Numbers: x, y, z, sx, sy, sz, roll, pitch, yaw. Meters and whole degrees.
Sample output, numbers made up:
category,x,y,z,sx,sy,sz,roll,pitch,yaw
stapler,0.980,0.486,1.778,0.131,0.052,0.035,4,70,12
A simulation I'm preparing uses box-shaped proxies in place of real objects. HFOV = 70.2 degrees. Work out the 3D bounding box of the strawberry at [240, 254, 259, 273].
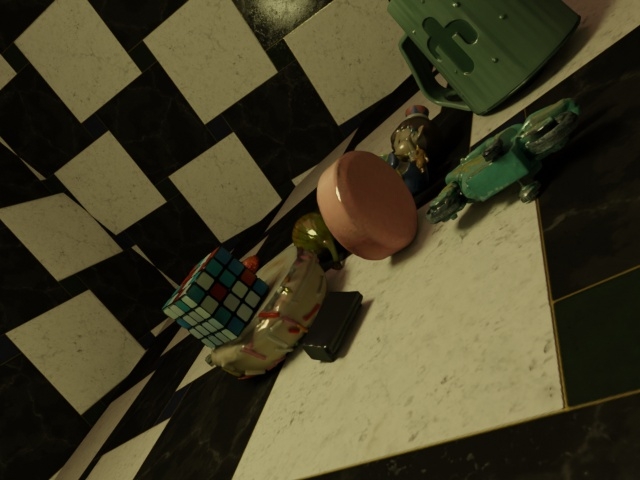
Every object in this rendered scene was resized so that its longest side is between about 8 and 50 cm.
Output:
category,x,y,z,sx,sy,sz,roll,pitch,yaw
strawberry,-0.347,0.144,2.153,0.121,0.082,0.188,-33,-13,-51

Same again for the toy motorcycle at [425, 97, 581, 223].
category,x,y,z,sx,sy,sz,roll,pitch,yaw
toy motorcycle,0.324,-0.135,0.818,0.296,0.109,0.198,-38,6,42

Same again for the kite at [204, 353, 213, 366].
category,x,y,z,sx,sy,sz,roll,pitch,yaw
kite,-0.351,0.368,1.643,0.229,0.012,0.250,-40,14,26

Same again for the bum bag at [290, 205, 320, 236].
category,x,y,z,sx,sy,sz,roll,pitch,yaw
bum bag,-0.016,-0.089,1.801,0.248,0.060,0.123,-44,13,5

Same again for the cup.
category,x,y,z,sx,sy,sz,roll,pitch,yaw
cup,0.371,-0.526,1.172,0.401,0.392,0.310,-44,7,35

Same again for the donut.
category,x,y,z,sx,sy,sz,roll,pitch,yaw
donut,-0.124,0.183,1.175,0.382,0.142,0.382,-44,14,15

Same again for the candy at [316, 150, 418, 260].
category,x,y,z,sx,sy,sz,roll,pitch,yaw
candy,0.106,-0.084,0.999,0.094,0.255,0.255,-35,18,43

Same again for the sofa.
category,x,y,z,sx,sy,sz,roll,pitch,yaw
sofa,0.034,0.175,0.923,0.085,0.060,0.147,-9,37,42

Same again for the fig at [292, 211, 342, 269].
category,x,y,z,sx,sy,sz,roll,pitch,yaw
fig,0.000,0.000,1.329,0.151,0.151,0.259,-47,17,1

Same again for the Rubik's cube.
category,x,y,z,sx,sy,sz,roll,pitch,yaw
Rubik's cube,-0.241,0.134,1.051,0.155,0.154,0.151,-32,22,47

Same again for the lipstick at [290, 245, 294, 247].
category,x,y,z,sx,sy,sz,roll,pitch,yaw
lipstick,-0.094,0.027,1.770,0.129,0.030,0.030,-48,13,-5

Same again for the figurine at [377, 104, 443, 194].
category,x,y,z,sx,sy,sz,roll,pitch,yaw
figurine,0.242,-0.243,1.225,0.161,0.158,0.275,86,-152,-49
